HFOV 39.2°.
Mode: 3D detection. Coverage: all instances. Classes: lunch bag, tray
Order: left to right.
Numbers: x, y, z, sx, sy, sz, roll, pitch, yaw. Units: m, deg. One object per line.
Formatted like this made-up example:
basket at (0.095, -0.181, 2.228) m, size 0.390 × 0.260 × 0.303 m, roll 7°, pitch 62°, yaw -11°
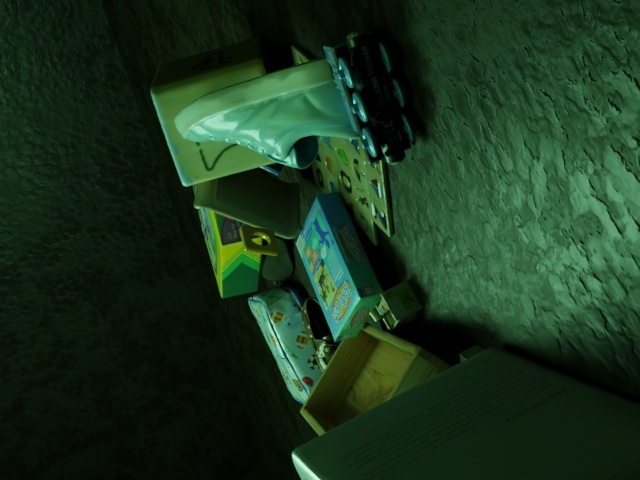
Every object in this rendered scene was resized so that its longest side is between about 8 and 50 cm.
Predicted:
lunch bag at (-0.068, 0.244, 2.184) m, size 0.303 × 0.115 × 0.243 m, roll 67°, pitch 167°, yaw -5°
tray at (0.081, 0.251, 1.469) m, size 0.076 × 0.202 × 0.411 m, roll 32°, pitch 175°, yaw -10°

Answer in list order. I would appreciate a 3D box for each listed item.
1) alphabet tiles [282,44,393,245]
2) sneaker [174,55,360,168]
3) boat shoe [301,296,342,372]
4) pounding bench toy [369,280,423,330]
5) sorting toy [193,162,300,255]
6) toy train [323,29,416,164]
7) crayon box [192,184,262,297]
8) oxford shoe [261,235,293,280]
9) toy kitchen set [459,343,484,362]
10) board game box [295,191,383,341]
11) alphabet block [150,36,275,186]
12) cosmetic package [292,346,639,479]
alphabet tiles at (0.025, -0.158, 1.495) m, size 0.342 × 0.011 × 0.285 m, roll 49°, pitch 157°, yaw 47°
sneaker at (-0.082, -0.171, 1.366) m, size 0.366 × 0.135 × 0.150 m, roll -9°, pitch 100°, yaw 44°
boat shoe at (0.014, 0.218, 1.947) m, size 0.207 × 0.073 × 0.073 m, roll 59°, pitch 165°, yaw 23°
pounding bench toy at (0.113, 0.114, 1.457) m, size 0.052 × 0.083 × 0.065 m, roll 61°, pitch 163°, yaw 18°
sorting toy at (-0.136, -0.074, 1.670) m, size 0.347 × 0.196 × 0.047 m, roll -92°, pitch 24°, yaw -54°
toy train at (0.068, -0.191, 1.197) m, size 0.105 × 0.080 × 0.184 m, roll -131°, pitch 19°, yaw -70°
crayon box at (-0.227, -0.091, 2.119) m, size 0.313 × 0.106 × 0.363 m, roll 105°, pitch 151°, yaw -64°
oxford shoe at (-0.100, 0.024, 2.086) m, size 0.212 × 0.076 × 0.076 m, roll 95°, pitch 174°, yaw -56°
toy kitchen set at (0.222, 0.209, 1.268) m, size 0.083 × 0.068 × 0.075 m, roll 42°, pitch 151°, yaw 54°
board game box at (0.028, 0.046, 1.564) m, size 0.160 × 0.047 × 0.210 m, roll 116°, pitch 138°, yaw -54°
alphabet block at (-0.173, -0.232, 1.600) m, size 0.193 × 0.197 × 0.192 m, roll -101°, pitch -4°, yaw -63°
cosmetic package at (0.217, 0.365, 1.036) m, size 0.394 × 0.327 × 0.329 m, roll 14°, pitch 126°, yaw 69°
